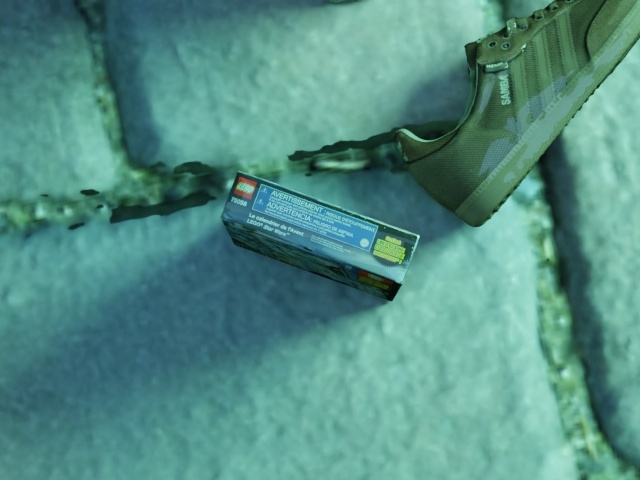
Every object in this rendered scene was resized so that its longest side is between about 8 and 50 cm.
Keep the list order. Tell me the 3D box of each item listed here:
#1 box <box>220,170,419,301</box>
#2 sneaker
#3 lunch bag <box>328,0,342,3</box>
[{"bbox_3d":[0.000,0.000,0.937,0.094,0.137,0.027,20,85,2],"label":"box"},{"bbox_3d":[0.117,-0.098,0.983,0.071,0.066,0.188,39,85,5],"label":"sneaker"},{"bbox_3d":[-0.014,-0.271,0.917,0.169,0.235,0.287,-14,84,-7],"label":"lunch bag"}]
